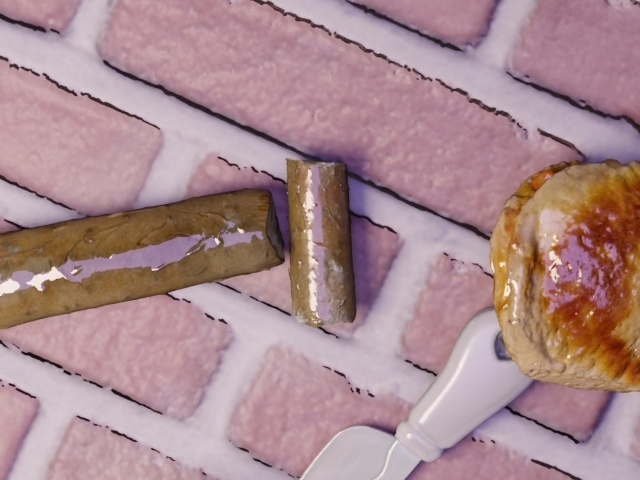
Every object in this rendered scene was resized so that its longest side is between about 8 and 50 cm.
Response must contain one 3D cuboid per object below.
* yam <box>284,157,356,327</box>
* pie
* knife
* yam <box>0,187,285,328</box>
[{"bbox_3d":[0.000,0.000,1.548,0.054,0.054,0.132,-3,93,0],"label":"yam"},{"bbox_3d":[0.226,0.028,1.521,0.205,0.084,0.179,11,85,-16],"label":"pie"},{"bbox_3d":[0.047,0.175,1.571,0.080,0.044,0.331,44,96,-6],"label":"knife"},{"bbox_3d":[-0.214,0.026,1.541,0.371,0.083,0.083,-14,94,0],"label":"yam"}]
